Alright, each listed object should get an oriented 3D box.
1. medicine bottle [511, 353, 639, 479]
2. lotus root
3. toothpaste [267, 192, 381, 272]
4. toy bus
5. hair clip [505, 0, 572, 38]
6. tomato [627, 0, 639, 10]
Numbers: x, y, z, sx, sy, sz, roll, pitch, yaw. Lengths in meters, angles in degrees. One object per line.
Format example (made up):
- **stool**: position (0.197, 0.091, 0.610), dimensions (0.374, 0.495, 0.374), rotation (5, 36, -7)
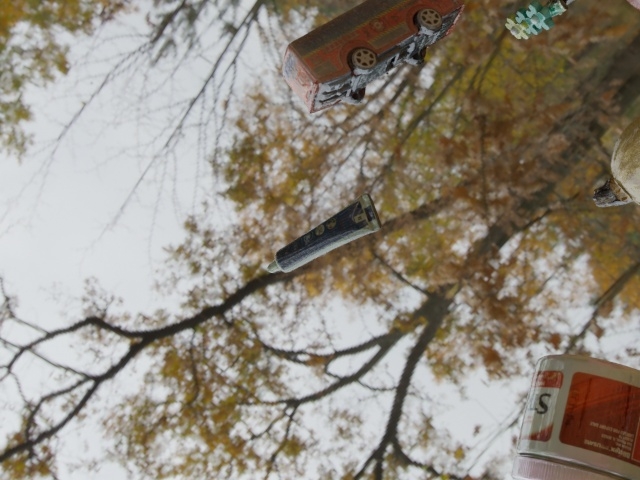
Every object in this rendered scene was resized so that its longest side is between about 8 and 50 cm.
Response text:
- **medicine bottle**: position (0.501, 0.357, 1.519), dimensions (0.253, 0.240, 0.252), rotation (15, 164, 5)
- **lotus root**: position (0.638, -0.147, 1.544), dimensions (0.183, 0.310, 0.182), rotation (14, -126, -20)
- **toothpaste**: position (0.000, 0.000, 1.164), dimensions (0.035, 0.197, 0.057), rotation (11, -125, -56)
- **toy bus**: position (0.053, -0.199, 0.818), dimensions (0.192, 0.065, 0.077), rotation (-35, -101, -22)
- **hair clip**: position (0.293, -0.309, 1.130), dimensions (0.049, 0.049, 0.173), rotation (35, 174, -8)
- **tomato**: position (0.682, -0.551, 1.530), dimensions (0.227, 0.270, 0.270), rotation (6, -148, -17)
